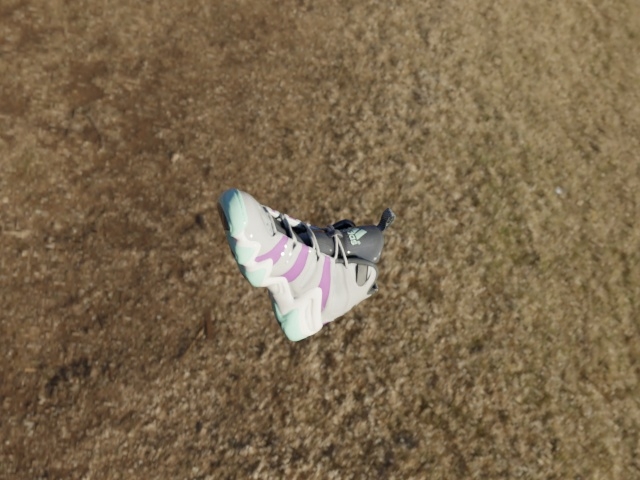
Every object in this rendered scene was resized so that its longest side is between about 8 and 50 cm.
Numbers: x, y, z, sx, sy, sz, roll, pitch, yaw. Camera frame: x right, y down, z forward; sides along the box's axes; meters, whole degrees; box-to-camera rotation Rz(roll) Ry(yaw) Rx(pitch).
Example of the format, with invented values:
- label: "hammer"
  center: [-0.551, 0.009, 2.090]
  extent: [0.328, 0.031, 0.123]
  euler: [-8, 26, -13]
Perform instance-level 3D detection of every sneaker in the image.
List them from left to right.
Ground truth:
- label: "sneaker"
  center: [0.000, 0.000, 0.344]
  extent: [0.069, 0.098, 0.038]
  euler: [-25, 53, 2]
